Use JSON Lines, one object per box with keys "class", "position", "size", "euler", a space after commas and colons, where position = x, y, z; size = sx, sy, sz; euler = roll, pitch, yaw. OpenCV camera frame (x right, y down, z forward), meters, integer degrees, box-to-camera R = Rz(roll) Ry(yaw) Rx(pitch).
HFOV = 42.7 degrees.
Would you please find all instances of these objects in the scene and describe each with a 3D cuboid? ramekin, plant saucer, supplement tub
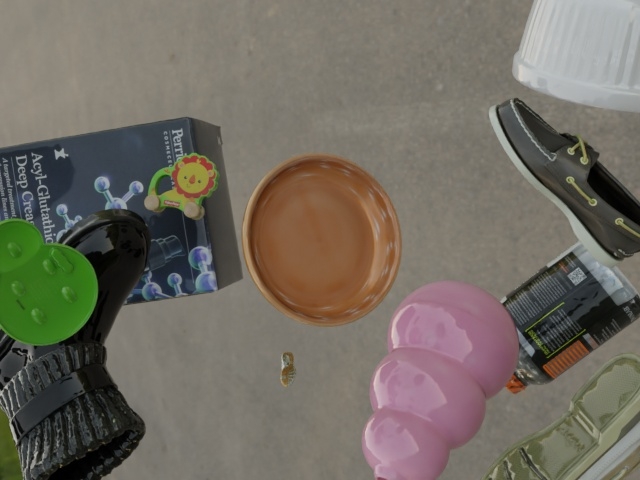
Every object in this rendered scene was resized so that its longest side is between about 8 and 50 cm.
{"class": "ramekin", "position": [0.320, -0.220, 0.887], "size": [0.207, 0.207, 0.109], "euler": [45, 137, 52]}
{"class": "plant saucer", "position": [0.000, 0.000, 0.946], "size": [0.037, 0.200, 0.200], "euler": [-17, 81, 64]}
{"class": "supplement tub", "position": [0.506, 0.170, 1.773], "size": [0.338, 0.207, 0.207], "euler": [-39, 50, 11]}

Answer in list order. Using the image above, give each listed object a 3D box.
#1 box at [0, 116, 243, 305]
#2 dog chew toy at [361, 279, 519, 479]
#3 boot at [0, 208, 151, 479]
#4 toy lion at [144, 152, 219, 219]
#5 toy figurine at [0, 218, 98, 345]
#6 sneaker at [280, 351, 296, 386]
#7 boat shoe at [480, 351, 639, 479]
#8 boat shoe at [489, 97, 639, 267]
{"class": "box", "position": [-0.365, -0.035, 1.441], "size": [0.212, 0.395, 0.294], "euler": [-27, -72, -83]}
{"class": "dog chew toy", "position": [0.170, 0.223, 1.242], "size": [0.332, 0.206, 0.206], "euler": [-59, 8, -30]}
{"class": "boot", "position": [-0.309, 0.154, 1.115], "size": [0.348, 0.131, 0.260], "euler": [-52, 50, 11]}
{"class": "toy lion", "position": [-0.202, -0.083, 1.211], "size": [0.034, 0.100, 0.096], "euler": [32, -111, -79]}
{"class": "toy figurine", "position": [-0.387, 0.033, 1.049], "size": [0.159, 0.130, 0.173], "euler": [20, 144, 51]}
{"class": "sneaker", "position": [-0.064, 0.266, 1.655], "size": [0.083, 0.031, 0.037], "euler": [-89, -1, -47]}
{"class": "boat shoe", "position": [0.305, 0.271, 0.973], "size": [0.302, 0.103, 0.113], "euler": [-47, 23, 17]}
{"class": "boat shoe", "position": [0.275, -0.073, 0.885], "size": [0.228, 0.081, 0.068], "euler": [46, 128, -10]}
